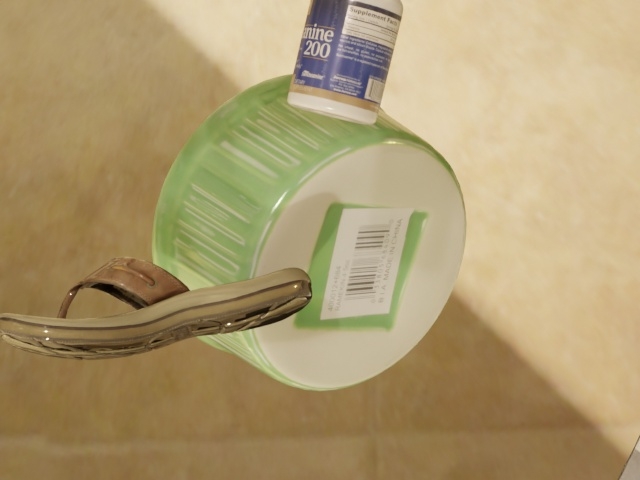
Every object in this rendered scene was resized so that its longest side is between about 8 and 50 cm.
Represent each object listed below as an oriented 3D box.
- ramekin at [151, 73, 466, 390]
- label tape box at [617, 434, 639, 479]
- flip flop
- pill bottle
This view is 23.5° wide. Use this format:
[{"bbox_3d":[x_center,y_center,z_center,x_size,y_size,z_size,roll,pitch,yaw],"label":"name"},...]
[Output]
[{"bbox_3d":[0.000,0.000,1.520,0.303,0.148,0.303,-17,121,-31],"label":"ramekin"},{"bbox_3d":[0.309,0.063,0.902,0.106,0.240,0.334,33,111,31],"label":"label tape box"},{"bbox_3d":[-0.146,0.049,1.339,0.277,0.112,0.080,-12,79,-7],"label":"flip flop"},{"bbox_3d":[0.021,-0.147,1.098,0.067,0.067,0.120,13,92,-7],"label":"pill bottle"}]
